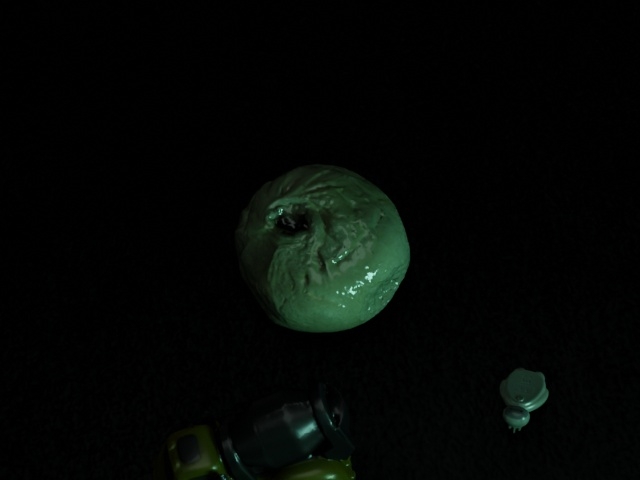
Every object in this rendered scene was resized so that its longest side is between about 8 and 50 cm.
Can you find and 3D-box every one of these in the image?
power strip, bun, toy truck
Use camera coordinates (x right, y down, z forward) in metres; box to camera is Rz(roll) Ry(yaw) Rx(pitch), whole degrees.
[{"bbox_3d":[0.227,0.180,1.770,0.055,0.035,0.083,12,44,14],"label":"power strip"},{"bbox_3d":[0.002,0.002,1.867,0.221,0.108,0.221,-3,55,4],"label":"bun"},{"bbox_3d":[-0.075,0.229,1.684,0.224,0.165,0.147,-14,55,-3],"label":"toy truck"}]
